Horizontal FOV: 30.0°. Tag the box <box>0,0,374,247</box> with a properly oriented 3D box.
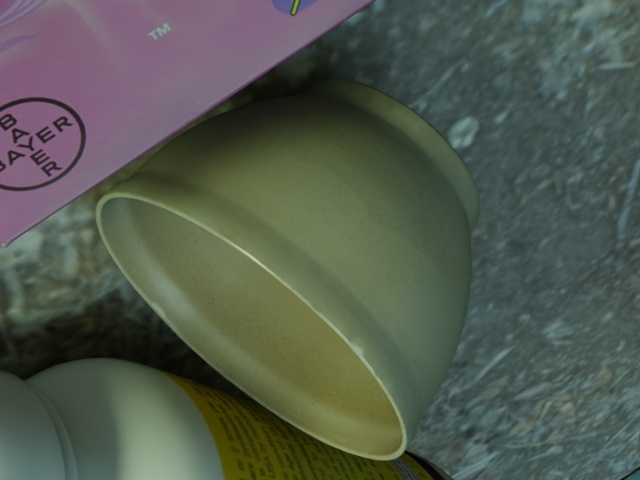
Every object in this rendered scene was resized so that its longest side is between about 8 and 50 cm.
[{"bbox_3d":[-0.079,-0.153,0.319,0.213,0.117,0.243,-33,139,0],"label":"box"}]

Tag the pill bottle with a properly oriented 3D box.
[{"bbox_3d":[-0.069,0.165,0.588,0.188,0.188,0.334,-46,138,15],"label":"pill bottle"}]

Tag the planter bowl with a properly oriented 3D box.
[{"bbox_3d":[0.000,0.000,0.511,0.109,0.162,0.162,-51,145,-22],"label":"planter bowl"}]

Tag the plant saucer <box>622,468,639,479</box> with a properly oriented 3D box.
[{"bbox_3d":[0.293,0.250,1.024,0.195,0.037,0.195,-18,138,-17],"label":"plant saucer"}]
